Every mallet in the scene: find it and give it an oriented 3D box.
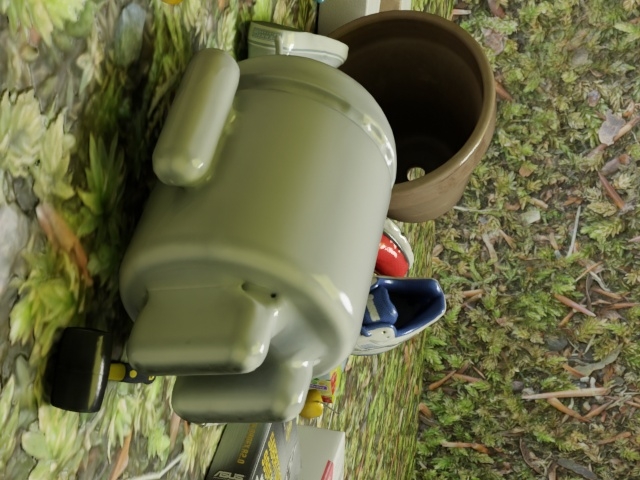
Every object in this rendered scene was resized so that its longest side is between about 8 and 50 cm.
[{"bbox_3d":[-0.167,0.115,0.785,0.189,0.039,0.062,70,29,-73],"label":"mallet"}]

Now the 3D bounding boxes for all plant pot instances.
[{"bbox_3d":[0.112,-0.133,1.289,0.229,0.263,0.263,55,44,-62],"label":"plant pot"}]

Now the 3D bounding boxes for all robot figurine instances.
[{"bbox_3d":[-0.046,-0.019,0.839,0.300,0.200,0.353,64,32,-44],"label":"robot figurine"}]

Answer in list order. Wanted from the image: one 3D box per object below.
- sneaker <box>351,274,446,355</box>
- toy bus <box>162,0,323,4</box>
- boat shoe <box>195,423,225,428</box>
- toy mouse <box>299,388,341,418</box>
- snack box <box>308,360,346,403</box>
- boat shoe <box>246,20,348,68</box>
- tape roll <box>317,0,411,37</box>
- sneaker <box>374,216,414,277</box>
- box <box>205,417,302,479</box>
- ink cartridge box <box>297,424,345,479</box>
[{"bbox_3d":[0.015,0.084,1.108,0.296,0.131,0.111,-11,77,-41],"label":"sneaker"},{"bbox_3d":[-0.062,-0.249,0.646,0.104,0.191,0.202,-66,161,-50],"label":"toy bus"},{"bbox_3d":[-0.123,0.182,1.038,0.035,0.035,0.100,-48,160,-17],"label":"boat shoe"},{"bbox_3d":[-0.035,0.171,1.314,0.161,0.031,0.143,-22,-105,59],"label":"toy mouse"},{"bbox_3d":[0.006,0.114,1.477,0.207,0.070,0.174,87,17,-45],"label":"snack box"},{"bbox_3d":[-0.032,-0.200,1.113,0.227,0.079,0.081,-21,128,-70],"label":"boat shoe"},{"bbox_3d":[0.074,-0.335,1.491,0.392,0.072,0.392,9,90,-78],"label":"tape roll"},{"bbox_3d":[0.000,0.000,1.171,0.279,0.107,0.118,30,75,-39],"label":"sneaker"},{"bbox_3d":[-0.079,0.299,1.246,0.231,0.056,0.183,86,17,-44],"label":"box"},{"bbox_3d":[-0.023,0.417,1.494,0.158,0.092,0.217,-61,154,-58],"label":"ink cartridge box"}]
